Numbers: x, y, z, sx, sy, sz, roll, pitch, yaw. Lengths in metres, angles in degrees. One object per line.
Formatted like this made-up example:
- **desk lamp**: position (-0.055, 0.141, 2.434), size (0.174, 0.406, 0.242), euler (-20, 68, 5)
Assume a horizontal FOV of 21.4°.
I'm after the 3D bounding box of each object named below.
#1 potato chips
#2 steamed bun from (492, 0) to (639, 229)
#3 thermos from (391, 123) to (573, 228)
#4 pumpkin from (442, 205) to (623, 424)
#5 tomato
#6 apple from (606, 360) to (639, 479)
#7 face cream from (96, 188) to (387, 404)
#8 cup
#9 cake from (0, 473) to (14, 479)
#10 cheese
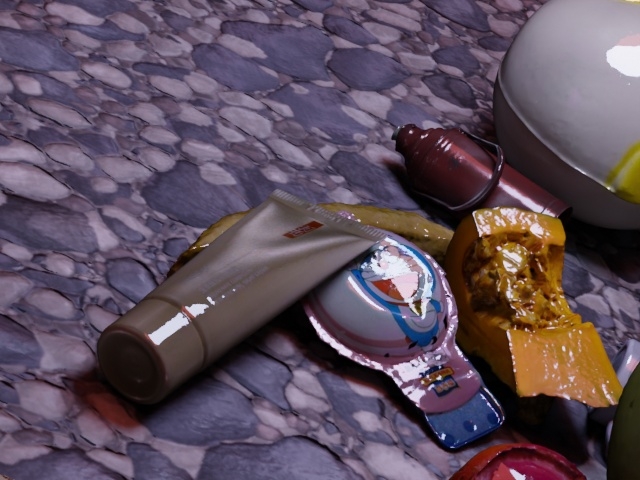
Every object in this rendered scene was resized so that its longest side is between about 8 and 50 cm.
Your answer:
- **potato chips**: position (0.000, 0.000, 1.819), size (0.407, 0.057, 0.080), euler (-1, 43, -38)
- **steamed bun**: position (0.391, -0.173, 2.142), size (0.334, 0.334, 0.374), euler (43, 39, 24)
- **thermos**: position (0.182, -0.066, 2.032), size (0.232, 0.099, 0.124), euler (36, -5, 17)
- **pumpkin**: position (0.217, 0.094, 1.800), size (0.131, 0.126, 0.248), euler (5, 54, -23)
- **tomato**: position (0.160, 0.276, 1.502), size (0.173, 0.099, 0.189), euler (27, 67, -30)
- **apple**: position (0.435, 0.220, 1.560), size (0.357, 0.357, 0.357), euler (20, 32, -13)
- **face cream**: position (-0.079, 0.042, 1.625), size (0.137, 0.084, 0.341), euler (22, 36, 25)
- **cup**: position (0.359, 0.184, 1.781), size (0.133, 0.099, 0.136), euler (30, 30, 2)
- **cake**: position (-0.260, 0.238, 1.280), size (0.086, 0.116, 0.220), euler (-1, 8, -42)
- **cheese**: position (0.080, 0.087, 1.730), size (0.189, 0.074, 0.286), euler (-20, 66, -35)
